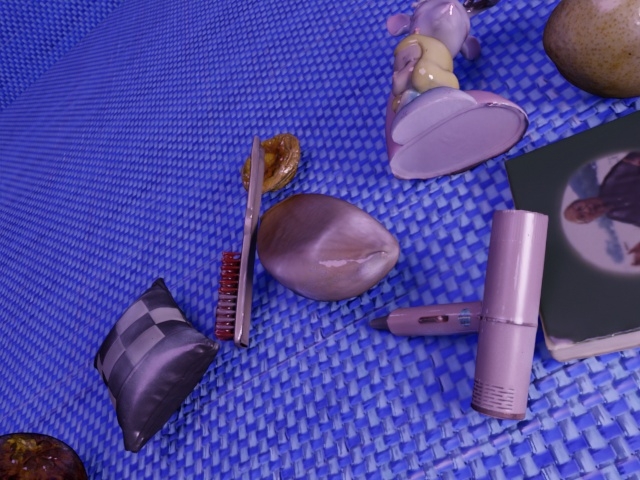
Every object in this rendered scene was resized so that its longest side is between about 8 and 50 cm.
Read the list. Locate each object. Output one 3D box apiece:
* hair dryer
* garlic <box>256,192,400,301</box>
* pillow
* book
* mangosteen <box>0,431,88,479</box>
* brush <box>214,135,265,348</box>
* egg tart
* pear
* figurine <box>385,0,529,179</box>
[{"bbox_3d":[0.137,0.063,0.619,0.220,0.054,0.195,6,88,58],"label":"hair dryer"},{"bbox_3d":[-0.006,0.007,0.767,0.143,0.112,0.318,-42,33,-7],"label":"garlic"},{"bbox_3d":[-0.255,0.173,0.859,0.186,0.106,0.250,-52,37,-4],"label":"pillow"},{"bbox_3d":[0.375,-0.045,0.533,0.371,0.043,0.260,-20,47,27],"label":"book"},{"bbox_3d":[-0.433,0.386,0.807,0.192,0.192,0.217,37,111,49],"label":"mangosteen"},{"bbox_3d":[-0.118,-0.003,0.854,0.050,0.060,0.321,1,70,8],"label":"brush"},{"bbox_3d":[-0.079,-0.128,0.978,0.130,0.052,0.130,-24,47,28],"label":"egg tart"},{"bbox_3d":[0.332,-0.239,0.624,0.137,0.167,0.167,16,71,44],"label":"pear"},{"bbox_3d":[0.181,-0.275,0.726,0.206,0.284,0.315,2,65,-9],"label":"figurine"}]
